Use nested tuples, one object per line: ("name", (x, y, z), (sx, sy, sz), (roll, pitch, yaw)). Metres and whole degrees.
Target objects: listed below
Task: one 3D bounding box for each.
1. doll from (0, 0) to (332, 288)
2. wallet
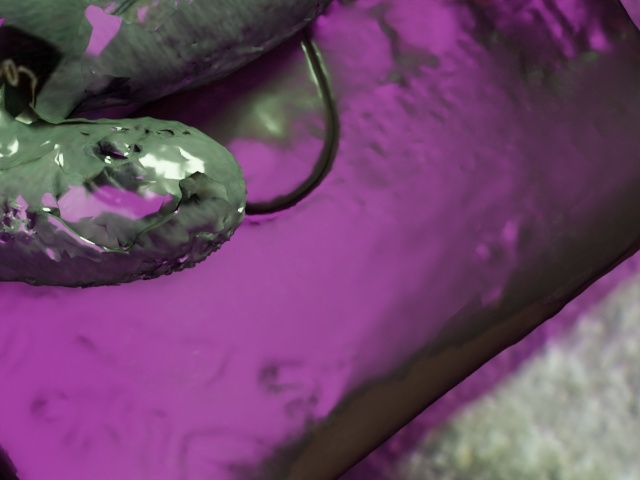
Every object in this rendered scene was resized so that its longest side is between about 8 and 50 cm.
("doll", (-0.137, -0.077, 0.633), (0.340, 0.158, 0.246), (-33, 83, -15))
("wallet", (0.000, 0.000, 0.732), (0.309, 0.042, 0.165), (-35, 99, -11))
